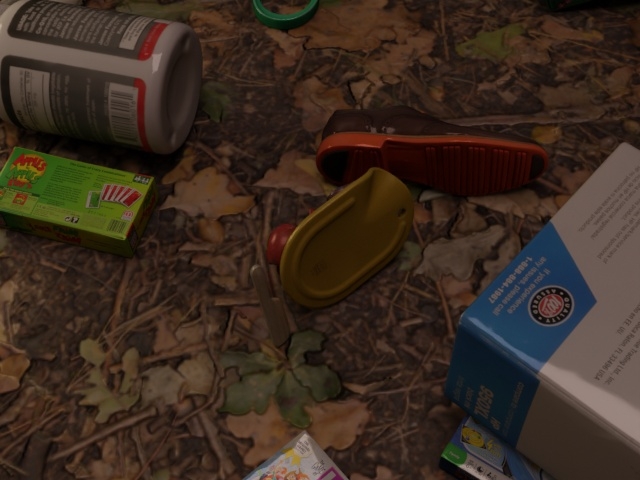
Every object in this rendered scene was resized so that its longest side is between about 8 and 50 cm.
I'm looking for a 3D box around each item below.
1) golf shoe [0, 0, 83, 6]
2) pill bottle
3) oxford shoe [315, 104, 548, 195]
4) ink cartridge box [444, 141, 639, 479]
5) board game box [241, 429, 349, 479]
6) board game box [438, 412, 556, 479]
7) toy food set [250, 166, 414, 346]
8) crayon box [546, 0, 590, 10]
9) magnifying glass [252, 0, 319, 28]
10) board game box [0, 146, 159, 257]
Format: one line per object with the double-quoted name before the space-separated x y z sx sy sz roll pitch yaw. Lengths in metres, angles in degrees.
"golf shoe" -0.395 -0.334 1.343 0.176 0.086 0.069 -30 59 -18
"pill bottle" -0.301 -0.206 1.213 0.283 0.161 0.161 12 59 9
"oxford shoe" 0.134 -0.121 1.184 0.271 0.097 0.098 5 52 6
"ink cartridge box" 0.359 0.133 0.928 0.395 0.166 0.285 36 62 23
"board game box" -0.006 0.276 0.973 0.103 0.026 0.154 -36 63 -20
"board game box" 0.239 0.219 0.995 0.201 0.035 0.136 28 63 18
"toy food set" 0.000 0.000 1.102 0.218 0.128 0.071 -37 42 -14
"crayon box" 0.424 -0.426 1.325 0.278 0.081 0.165 -13 56 18
"magnifying glass" -0.033 -0.387 1.400 0.092 0.026 0.231 10 58 9
"board game box" -0.294 -0.046 1.179 0.181 0.043 0.092 13 58 10
